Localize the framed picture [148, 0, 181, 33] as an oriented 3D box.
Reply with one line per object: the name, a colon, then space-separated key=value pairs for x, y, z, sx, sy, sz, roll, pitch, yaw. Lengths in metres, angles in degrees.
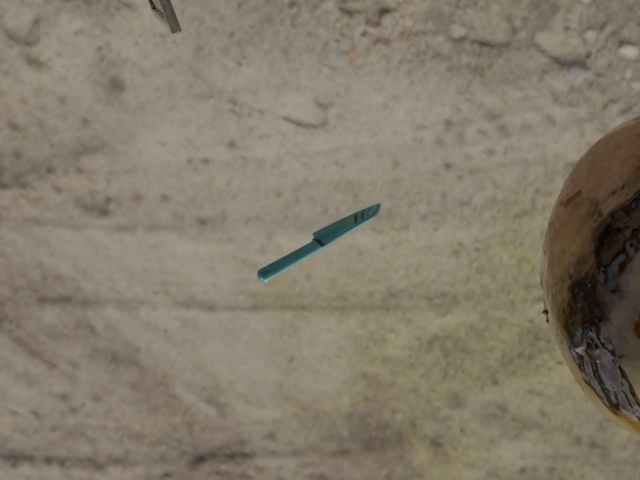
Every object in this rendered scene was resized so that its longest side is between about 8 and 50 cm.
framed picture: x=-0.219 y=-0.350 z=1.498 sx=0.016 sy=0.250 sz=0.184 roll=-22 pitch=110 yaw=-6

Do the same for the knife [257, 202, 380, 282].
knife: x=0.000 y=0.000 z=0.744 sx=0.014 sy=0.091 sz=0.005 roll=48 pitch=160 yaw=36

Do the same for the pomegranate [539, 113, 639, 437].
pomegranate: x=0.326 y=0.016 z=0.945 sx=0.322 sy=0.322 sz=0.322 roll=13 pitch=143 yaw=10
